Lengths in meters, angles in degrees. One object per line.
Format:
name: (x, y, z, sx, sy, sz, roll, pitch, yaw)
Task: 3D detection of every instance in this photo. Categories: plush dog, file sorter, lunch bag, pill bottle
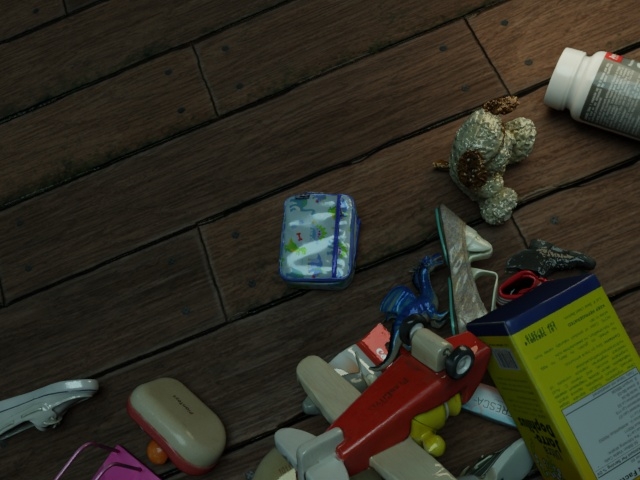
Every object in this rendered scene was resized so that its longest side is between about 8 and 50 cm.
plush dog: (0.347, -0.195, 1.530, 0.210, 0.225, 0.262, 16, 72, 16)
file sorter: (-0.391, 0.564, 1.388, 0.290, 0.182, 0.202, 31, 76, 20)
lunch bag: (0.000, 0.000, 1.595, 0.176, 0.090, 0.219, 3, 70, 9)
pill bottle: (0.657, -0.322, 1.558, 0.283, 0.161, 0.161, 23, 74, 18)

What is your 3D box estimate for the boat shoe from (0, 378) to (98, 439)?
boat shoe: (-0.610, 0.375, 1.555, 0.267, 0.096, 0.088, -17, 70, 5)

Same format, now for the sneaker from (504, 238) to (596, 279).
sneaker: (0.489, 0.054, 1.502, 0.170, 0.051, 0.089, 22, 74, 23)

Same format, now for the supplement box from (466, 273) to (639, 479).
supplement box: (0.452, 0.266, 1.270, 0.194, 0.195, 0.356, -25, 86, -11)

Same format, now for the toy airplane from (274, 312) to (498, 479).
toy airplane: (0.118, 0.346, 1.236, 0.384, 0.272, 0.386, -10, 42, 18)

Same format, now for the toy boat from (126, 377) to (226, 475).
toy boat: (-0.313, 0.409, 1.478, 0.231, 0.151, 0.151, 37, 109, 22)

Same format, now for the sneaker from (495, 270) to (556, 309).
sneaker: (0.469, 0.110, 1.437, 0.221, 0.128, 0.087, -11, 67, 7)

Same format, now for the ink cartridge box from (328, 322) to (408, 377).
ink cartridge box: (0.106, 0.279, 1.486, 0.179, 0.045, 0.145, -42, 68, -5)

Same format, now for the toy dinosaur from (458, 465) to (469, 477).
toy dinosaur: (0.255, 0.533, 1.360, 0.092, 0.053, 0.183, 5, 55, -6)

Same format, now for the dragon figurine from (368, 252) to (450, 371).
dragon figurine: (0.177, 0.153, 1.497, 0.289, 0.085, 0.144, -41, 65, -12)

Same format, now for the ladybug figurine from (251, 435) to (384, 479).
ladybug figurine: (0.031, 0.587, 1.309, 0.305, 0.162, 0.449, -25, 65, -1)

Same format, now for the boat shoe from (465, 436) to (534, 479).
boat shoe: (0.329, 0.442, 1.352, 0.219, 0.078, 0.070, -32, 27, -24)

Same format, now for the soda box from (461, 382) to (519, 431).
soda box: (0.353, 0.332, 1.409, 0.183, 0.058, 0.063, 17, 73, 17)

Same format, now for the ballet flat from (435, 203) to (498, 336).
ballet flat: (0.310, 0.060, 1.461, 0.106, 0.107, 0.316, -11, 63, 15)
